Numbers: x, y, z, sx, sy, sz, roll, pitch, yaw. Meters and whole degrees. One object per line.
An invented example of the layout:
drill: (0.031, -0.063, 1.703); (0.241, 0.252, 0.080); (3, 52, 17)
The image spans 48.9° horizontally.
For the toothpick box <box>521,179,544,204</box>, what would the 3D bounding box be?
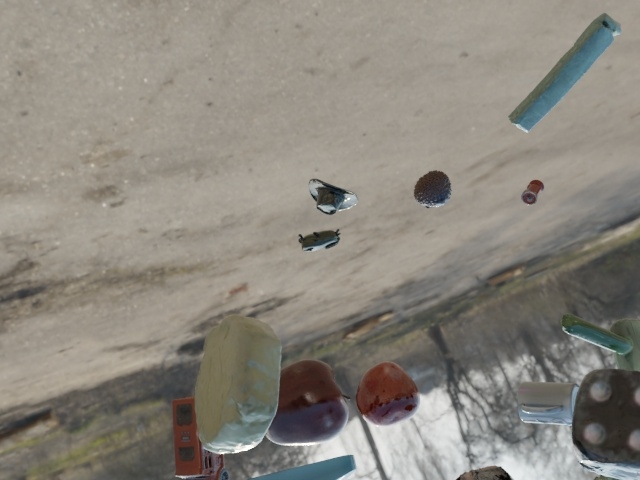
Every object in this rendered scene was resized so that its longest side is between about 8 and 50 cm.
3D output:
toothpick box: (0.620, -0.141, 2.052); (0.047, 0.047, 0.083); (-34, -173, 43)

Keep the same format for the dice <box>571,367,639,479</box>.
dice: (0.581, 0.346, 1.302); (0.182, 0.183, 0.181); (0, 153, 38)

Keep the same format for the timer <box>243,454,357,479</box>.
timer: (-0.054, 0.482, 1.319); (0.250, 0.091, 0.232); (-14, 156, -12)

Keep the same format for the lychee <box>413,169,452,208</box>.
lychee: (0.369, -0.166, 2.294); (0.129, 0.123, 0.123); (-59, 161, 7)

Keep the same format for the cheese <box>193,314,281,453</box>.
cheese: (-0.198, 0.325, 1.634); (0.115, 0.326, 0.318); (16, 110, -24)

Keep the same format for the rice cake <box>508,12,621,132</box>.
rice cake: (0.604, -0.411, 1.746); (0.066, 0.063, 0.336); (26, 121, -26)

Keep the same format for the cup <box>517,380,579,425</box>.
cup: (0.541, 0.398, 1.672); (0.133, 0.099, 0.136); (-5, -155, 37)

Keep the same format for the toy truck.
toy truck: (-0.312, 0.525, 1.795); (0.107, 0.252, 0.114); (-11, 166, 25)

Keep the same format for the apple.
apple: (-0.058, 0.559, 2.413); (0.317, 0.288, 0.288); (-17, 168, 2)

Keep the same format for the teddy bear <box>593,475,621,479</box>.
teddy bear: (0.943, 0.791, 2.245); (0.111, 0.133, 0.213); (-43, 146, -25)

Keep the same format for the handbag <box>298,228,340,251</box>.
handbag: (0.000, 0.000, 1.822); (0.111, 0.047, 0.072); (-11, 161, -8)

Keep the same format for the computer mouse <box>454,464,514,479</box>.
computer mouse: (0.257, 0.481, 1.196); (0.116, 0.183, 0.323); (15, 176, 27)

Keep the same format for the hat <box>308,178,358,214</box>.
hat: (0.017, -0.084, 1.492); (0.050, 0.121, 0.121); (-66, -174, -23)

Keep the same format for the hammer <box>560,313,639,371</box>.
hammer: (0.760, 0.272, 1.862); (0.335, 0.206, 0.119); (22, 133, -20)

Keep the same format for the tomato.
tomato: (0.184, 0.428, 1.963); (0.187, 0.187, 0.151); (-20, 157, -11)
